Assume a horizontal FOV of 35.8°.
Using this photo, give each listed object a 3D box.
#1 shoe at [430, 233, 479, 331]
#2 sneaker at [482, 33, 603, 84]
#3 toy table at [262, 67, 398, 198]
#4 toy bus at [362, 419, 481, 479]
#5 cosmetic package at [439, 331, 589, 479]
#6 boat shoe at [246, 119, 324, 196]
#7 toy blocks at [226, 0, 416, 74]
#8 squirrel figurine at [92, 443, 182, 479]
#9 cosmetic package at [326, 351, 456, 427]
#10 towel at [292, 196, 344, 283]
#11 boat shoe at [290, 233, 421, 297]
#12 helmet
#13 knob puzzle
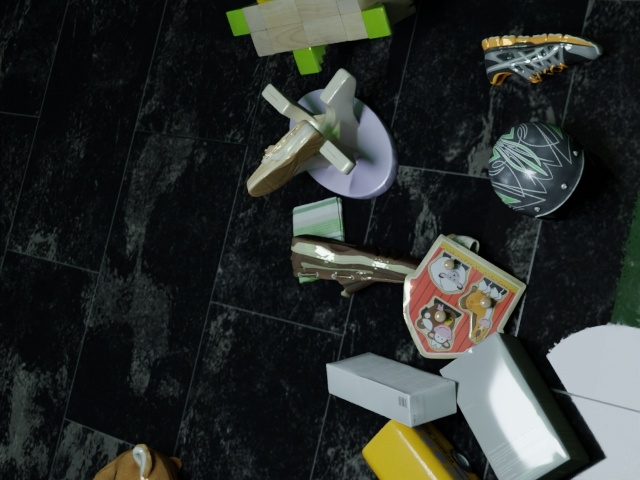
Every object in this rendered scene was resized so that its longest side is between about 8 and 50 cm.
[{"bbox_3d":[0.229,0.096,1.707,0.058,0.076,0.219,5,80,40],"label":"shoe"},{"bbox_3d":[0.380,-0.311,1.699,0.215,0.084,0.083,4,96,37],"label":"sneaker"},{"bbox_3d":[0.007,-0.197,1.863,0.274,0.161,0.252,33,99,32],"label":"toy table"},{"bbox_3d":[0.219,0.441,1.608,0.108,0.130,0.333,-49,59,15],"label":"toy bus"},{"bbox_3d":[0.311,0.279,1.602,0.127,0.107,0.238,-37,60,22],"label":"cosmetic package"},{"bbox_3d":[-0.070,-0.149,1.775,0.170,0.063,0.059,-40,60,10],"label":"boat shoe"},{"bbox_3d":[0.050,-0.448,1.844,0.381,0.261,0.191,2,119,46],"label":"toy blocks"},{"bbox_3d":[-0.279,0.570,1.867,0.397,0.281,0.370,-12,63,16],"label":"squirrel figurine"},{"bbox_3d":[0.117,0.251,1.680,0.239,0.099,0.060,11,111,57],"label":"cosmetic package"},{"bbox_3d":[0.000,0.000,1.913,0.113,0.023,0.152,-14,75,32],"label":"towel"},{"bbox_3d":[0.065,0.057,1.814,0.257,0.095,0.095,13,102,27],"label":"boat shoe"},{"bbox_3d":[0.357,-0.115,1.616,0.169,0.161,0.169,-7,76,32],"label":"helmet"},{"bbox_3d":[0.225,0.113,1.664,0.213,0.030,0.213,0,85,1],"label":"knob puzzle"}]
